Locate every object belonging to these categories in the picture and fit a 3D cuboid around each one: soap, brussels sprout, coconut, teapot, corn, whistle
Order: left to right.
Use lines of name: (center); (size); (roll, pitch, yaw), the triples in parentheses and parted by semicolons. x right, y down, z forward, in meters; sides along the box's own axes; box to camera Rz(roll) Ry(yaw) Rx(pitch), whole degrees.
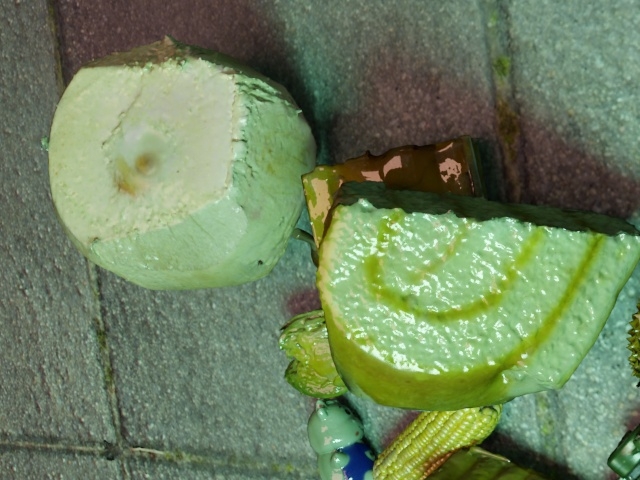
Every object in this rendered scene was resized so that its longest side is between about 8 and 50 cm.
coconut: (-0.196, -0.104, 1.844); (0.404, 0.404, 0.404); (10, 104, 41)
teapot: (0.000, 0.000, 1.836); (0.080, 0.110, 0.085); (-62, 34, 31)
brussels sprout: (0.017, 0.171, 1.858); (0.181, 0.100, 0.139); (-23, 79, 16)
whistle: (0.043, 0.348, 1.867); (0.092, 0.110, 0.244); (-23, 79, 8)
soap: (0.128, 0.008, 1.688); (0.259, 0.143, 0.281); (-11, 89, 27)
corn: (0.170, 0.288, 1.740); (0.093, 0.093, 0.244); (56, 131, 20)

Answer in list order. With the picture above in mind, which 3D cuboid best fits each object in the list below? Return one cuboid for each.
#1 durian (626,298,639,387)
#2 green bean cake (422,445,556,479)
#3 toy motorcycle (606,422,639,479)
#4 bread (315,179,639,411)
durian: (0.440, 0.142, 1.433); (0.193, 0.138, 0.237); (5, 103, 43)
green bean cake: (0.249, 0.414, 1.638); (0.229, 0.131, 0.224); (17, 127, 34)
toy motorcycle: (0.415, 0.361, 1.491); (0.205, 0.127, 0.275); (42, 122, 16)
bread: (0.184, 0.077, 1.486); (0.395, 0.239, 0.264); (8, 95, -2)
